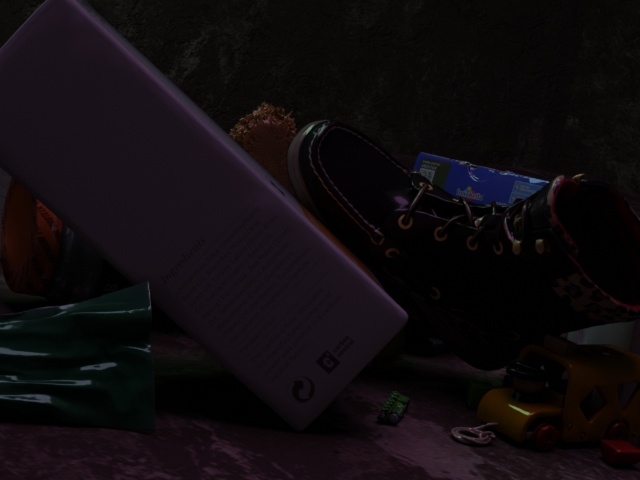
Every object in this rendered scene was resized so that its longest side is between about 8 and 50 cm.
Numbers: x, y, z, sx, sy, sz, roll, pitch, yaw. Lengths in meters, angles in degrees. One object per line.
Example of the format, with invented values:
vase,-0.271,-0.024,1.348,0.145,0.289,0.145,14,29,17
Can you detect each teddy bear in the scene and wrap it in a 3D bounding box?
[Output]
teddy bear,0.000,0.000,1.691,0.338,0.245,0.113,30,-24,-23

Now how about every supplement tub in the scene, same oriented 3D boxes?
supplement tub,-0.210,-0.003,1.745,0.316,0.193,0.193,4,11,-27

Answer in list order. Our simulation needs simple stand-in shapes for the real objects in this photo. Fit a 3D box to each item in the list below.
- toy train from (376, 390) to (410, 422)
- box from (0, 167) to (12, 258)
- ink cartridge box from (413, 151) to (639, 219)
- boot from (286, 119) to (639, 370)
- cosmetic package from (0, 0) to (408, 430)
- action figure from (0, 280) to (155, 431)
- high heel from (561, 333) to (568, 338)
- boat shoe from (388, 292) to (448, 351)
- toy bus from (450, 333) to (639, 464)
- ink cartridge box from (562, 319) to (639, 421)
toy train,0.076,0.173,1.501,0.024,0.017,0.083,21,11,9
box,-0.407,-0.062,1.972,0.130,0.170,0.091,12,11,18
ink cartridge box,0.305,-0.017,2.226,0.270,0.151,0.395,17,-2,43
boot,0.167,-0.016,1.558,0.377,0.138,0.284,47,-33,-16
cosmetic package,-0.139,-0.039,1.446,0.453,0.161,0.230,43,2,-14
action figure,-0.269,0.111,1.315,0.232,0.137,0.063,-1,-12,-12
high heel,0.419,0.076,2.095,0.244,0.117,0.082,0,13,-42
boat shoe,0.157,0.075,1.926,0.158,0.127,0.340,27,20,25
toy bus,0.247,0.153,1.516,0.191,0.104,0.202,11,9,10
ink cartridge box,0.429,0.109,1.663,0.273,0.198,0.115,4,12,-26
